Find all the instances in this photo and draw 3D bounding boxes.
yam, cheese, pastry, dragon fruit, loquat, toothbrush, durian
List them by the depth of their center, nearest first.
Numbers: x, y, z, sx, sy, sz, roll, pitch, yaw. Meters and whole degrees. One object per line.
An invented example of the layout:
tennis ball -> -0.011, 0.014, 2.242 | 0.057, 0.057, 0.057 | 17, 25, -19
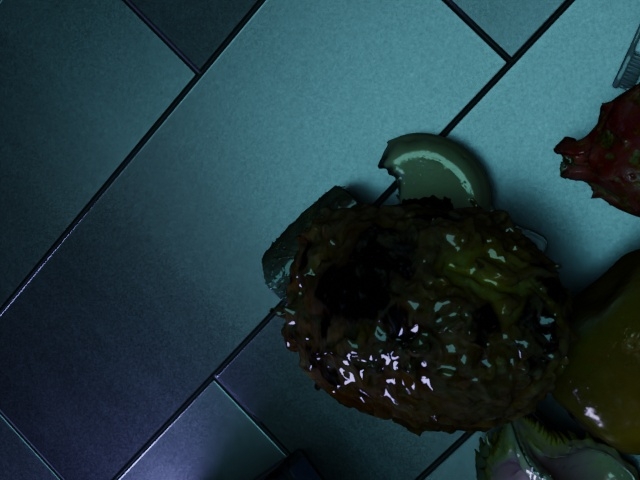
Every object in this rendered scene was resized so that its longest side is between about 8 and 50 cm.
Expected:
loquat -> 0.433, 0.150, 1.426 | 0.284, 0.276, 0.276 | -39, 86, 18
dragon fruit -> 0.438, -0.112, 1.431 | 0.268, 0.210, 0.205 | -10, 55, 16
pastry -> 0.120, 0.092, 1.446 | 0.337, 0.405, 0.292 | 18, 74, -11
toothbrush -> 0.470, -0.362, 1.471 | 0.029, 0.024, 0.354 | 23, 104, 7
durian -> 0.321, 0.362, 1.562 | 0.305, 0.185, 0.195 | 43, 134, 1
cheese -> 0.203, -0.060, 1.572 | 0.249, 0.071, 0.163 | 10, 102, 16
yam -> 0.000, 0.000, 1.627 | 0.183, 0.107, 0.107 | -44, 84, 17

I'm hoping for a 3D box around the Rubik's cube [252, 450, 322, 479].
Rubik's cube -> -0.095, 0.539, 1.632 | 0.304, 0.301, 0.305 | -36, 86, 18
